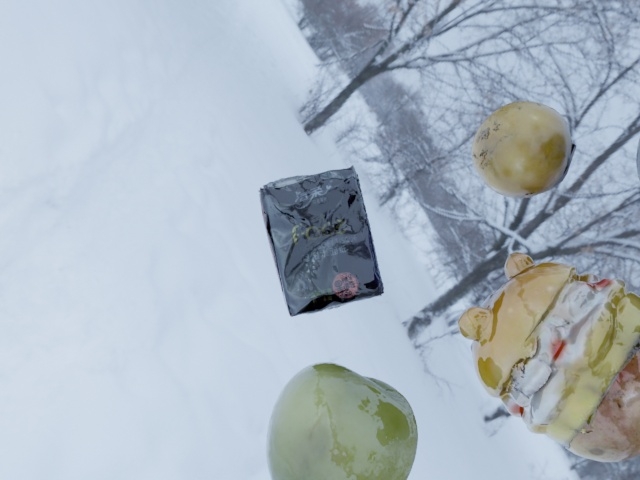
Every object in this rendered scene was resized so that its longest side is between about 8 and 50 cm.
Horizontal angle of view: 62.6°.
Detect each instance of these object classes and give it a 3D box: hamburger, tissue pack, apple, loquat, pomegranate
[{"bbox_3d":[0.356,0.159,0.843,0.237,0.276,0.276,32,0,25],"label":"hamburger"},{"bbox_3d":[0.000,0.000,1.257,0.123,0.245,0.332,142,-64,-87],"label":"tissue pack"},{"bbox_3d":[0.041,0.363,0.952,0.292,0.254,0.292,30,-7,4],"label":"apple"},{"bbox_3d":[0.478,-0.215,1.252,0.235,0.235,0.235,54,12,-18],"label":"loquat"},{"bbox_3d":[0.706,0.375,1.319,0.338,0.338,0.338,54,12,-18],"label":"pomegranate"}]

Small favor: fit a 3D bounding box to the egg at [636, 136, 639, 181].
[{"bbox_3d":[0.830,-0.189,1.014,0.345,0.345,0.428,61,-11,14],"label":"egg"}]
